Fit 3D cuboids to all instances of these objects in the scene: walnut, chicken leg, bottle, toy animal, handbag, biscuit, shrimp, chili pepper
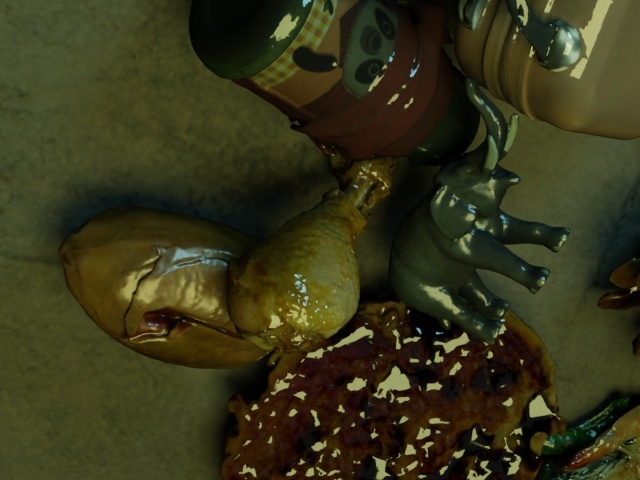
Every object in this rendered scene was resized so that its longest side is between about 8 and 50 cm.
[{"bbox_3d":[-0.115,0.041,1.699,0.245,0.137,0.137,17,109,-33],"label":"walnut"},{"bbox_3d":[0.003,0.000,1.667,0.087,0.251,0.107,-14,123,40],"label":"chicken leg"},{"bbox_3d":[0.028,-0.153,1.635,0.271,0.143,0.156,28,117,-39],"label":"bottle"},{"bbox_3d":[0.140,-0.012,1.669,0.137,0.082,0.269,29,136,7],"label":"toy animal"},{"bbox_3d":[0.223,-0.235,1.599,0.283,0.149,0.302,-9,126,-54],"label":"handbag"},{"bbox_3d":[0.063,0.178,1.843,0.334,0.081,0.289,-30,116,0],"label":"biscuit"},{"bbox_3d":[0.283,0.215,1.935,0.190,0.042,0.101,-22,125,-27],"label":"shrimp"},{"bbox_3d":[0.252,0.191,1.935,0.118,0.035,0.055,-14,135,-6],"label":"chili pepper"}]

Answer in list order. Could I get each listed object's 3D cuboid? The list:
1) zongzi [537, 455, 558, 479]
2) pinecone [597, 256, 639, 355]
[{"bbox_3d":[0.205,0.327,1.974,0.160,0.078,0.176,-30,98,13],"label":"zongzi"},{"bbox_3d":[0.389,0.060,1.821,0.229,0.202,0.201,-22,88,-7],"label":"pinecone"}]
